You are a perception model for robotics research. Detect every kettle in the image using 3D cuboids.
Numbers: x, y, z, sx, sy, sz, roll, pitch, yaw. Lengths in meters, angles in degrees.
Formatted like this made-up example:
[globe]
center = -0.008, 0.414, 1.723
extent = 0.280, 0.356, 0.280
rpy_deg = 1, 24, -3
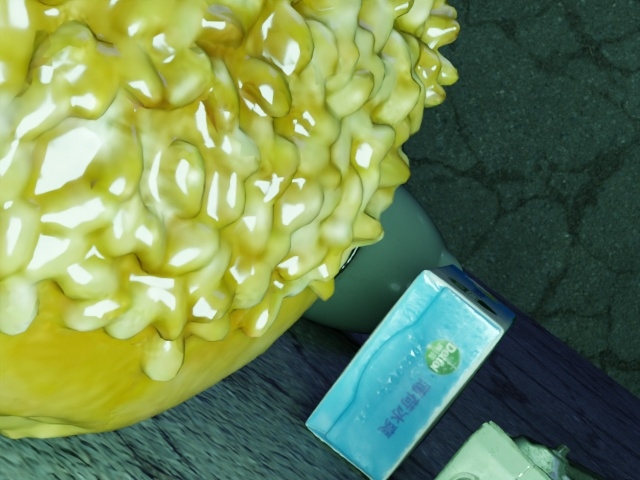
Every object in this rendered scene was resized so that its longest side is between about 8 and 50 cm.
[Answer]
[kettle]
center = 0.000, 0.000, 1.314
extent = 0.221, 0.161, 0.236
rpy_deg = 5, -11, 29

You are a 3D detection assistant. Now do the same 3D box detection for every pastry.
[pastry]
center = -0.115, -0.126, 0.544
extent = 0.409, 0.245, 0.409
rpy_deg = 19, 61, -38

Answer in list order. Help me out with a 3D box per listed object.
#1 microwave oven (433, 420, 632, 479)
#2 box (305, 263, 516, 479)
[microwave oven]
center = 0.148, 0.204, 0.692
extent = 0.163, 0.129, 0.205
rpy_deg = 28, 12, -49
[box]
center = 0.073, 0.093, 1.019
extent = 0.073, 0.139, 0.194
rpy_deg = 38, 7, 9
